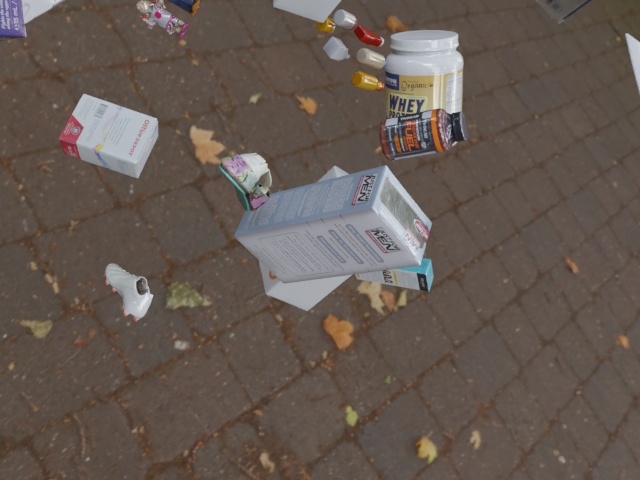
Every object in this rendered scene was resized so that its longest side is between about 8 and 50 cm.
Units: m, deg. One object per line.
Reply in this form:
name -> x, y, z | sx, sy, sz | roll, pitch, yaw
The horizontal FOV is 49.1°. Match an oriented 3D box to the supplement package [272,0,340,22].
supplement package -> -0.001, -0.483, 1.218 | 0.105, 0.179, 0.105 | 9, 69, -27

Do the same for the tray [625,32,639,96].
tray -> 0.522, -0.184, 1.056 | 0.270, 0.030, 0.145 | 36, 47, -43

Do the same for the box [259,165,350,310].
box -> 0.000, 0.000, 1.959 | 0.168, 0.345, 0.215 | 27, 34, -37

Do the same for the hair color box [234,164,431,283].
hair color box -> 0.020, -0.022, 1.468 | 0.185, 0.374, 0.114 | 46, 50, -35

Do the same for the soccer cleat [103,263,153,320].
soccer cleat -> -0.420, 0.100, 1.552 | 0.068, 0.076, 0.196 | 34, 7, -44

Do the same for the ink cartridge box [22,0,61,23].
ink cartridge box -> -0.693, -0.649, 1.762 | 0.117, 0.207, 0.283 | 59, 29, -26

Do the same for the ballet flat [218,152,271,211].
ballet flat -> -0.131, -0.116, 1.298 | 0.079, 0.221, 0.077 | -37, 75, -5

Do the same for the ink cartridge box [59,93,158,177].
ink cartridge box -> -0.461, -0.228, 1.543 | 0.175, 0.072, 0.128 | 19, 63, -2

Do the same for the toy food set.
toy food set -> 0.093, -0.490, 1.778 | 0.104, 0.111, 0.232 | 1, 49, -52

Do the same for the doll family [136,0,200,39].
doll family -> -0.369, -0.633, 1.725 | 0.163, 0.263, 0.118 | 31, 58, -9

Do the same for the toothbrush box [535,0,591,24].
toothbrush box -> 0.629, -0.655, 1.561 | 0.126, 0.295, 0.216 | 43, -2, -4

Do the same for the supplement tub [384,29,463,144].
supplement tub -> 0.302, -0.442, 2.054 | 0.228, 0.228, 0.317 | -34, 129, -49

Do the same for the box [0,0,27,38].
box -> -0.528, -0.353, 0.951 | 0.207, 0.108, 0.153 | -16, 109, -46

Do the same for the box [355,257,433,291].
box -> 0.225, 0.090, 2.189 | 0.101, 0.244, 0.060 | 70, 35, -51

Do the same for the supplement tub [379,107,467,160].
supplement tub -> 0.247, -0.258, 1.681 | 0.106, 0.197, 0.106 | -8, 90, -68
